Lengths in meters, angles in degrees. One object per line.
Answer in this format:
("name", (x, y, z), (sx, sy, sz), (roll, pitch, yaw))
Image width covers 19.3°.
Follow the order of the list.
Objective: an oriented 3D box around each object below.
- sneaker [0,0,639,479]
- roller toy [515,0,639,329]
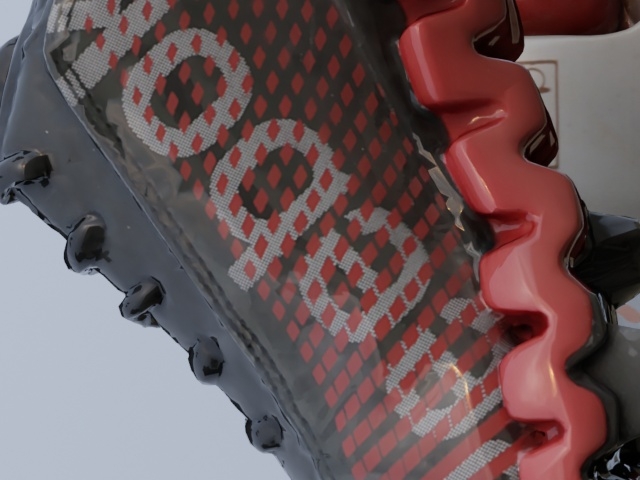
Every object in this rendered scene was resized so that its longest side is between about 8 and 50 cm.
("sneaker", (0.000, 0.000, 0.404), (0.097, 0.135, 0.276), (31, -137, -78))
("roller toy", (0.078, -0.029, 0.666), (0.209, 0.191, 0.146), (12, -110, -29))
